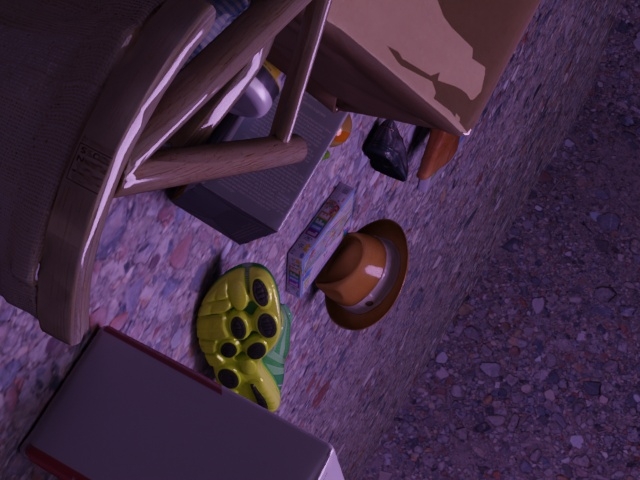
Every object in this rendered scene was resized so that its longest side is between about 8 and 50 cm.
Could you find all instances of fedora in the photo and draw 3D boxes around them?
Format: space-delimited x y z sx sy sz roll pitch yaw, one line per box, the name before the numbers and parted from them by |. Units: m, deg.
fedora | 0.053 0.045 1.816 0.079 0.194 0.194 23 95 -35

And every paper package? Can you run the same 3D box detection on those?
paper package | 0.045 -0.290 0.880 0.309 0.168 0.325 34 81 -37

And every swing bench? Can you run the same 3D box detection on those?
swing bench | -0.150 -0.114 0.600 0.254 0.253 0.165 -42 154 -55

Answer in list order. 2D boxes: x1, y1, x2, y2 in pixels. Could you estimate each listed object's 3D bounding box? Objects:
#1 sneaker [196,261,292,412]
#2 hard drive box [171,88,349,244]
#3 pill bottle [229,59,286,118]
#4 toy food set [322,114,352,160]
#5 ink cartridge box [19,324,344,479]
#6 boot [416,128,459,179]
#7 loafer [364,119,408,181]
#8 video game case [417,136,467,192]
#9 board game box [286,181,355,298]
sneaker | -0.096 0.113 1.501 0.295 0.109 0.123 92 5 -53
hard drive box | -0.040 -0.120 1.142 0.232 0.089 0.181 -60 -168 -12
pill bottle | -0.049 -0.223 1.013 0.208 0.119 0.119 -61 165 -12
toy food set | 0.008 -0.143 1.394 0.192 0.038 0.132 -53 165 20
ink cartridge box | -0.124 0.272 1.290 0.160 0.279 0.385 -60 165 -17
boot | 0.201 -0.225 1.935 0.264 0.096 0.280 -52 166 -53
loafer | 0.115 -0.138 1.817 0.170 0.062 0.061 54 59 -75
video game case | 0.255 -0.220 2.211 0.193 0.023 0.212 -50 160 -41
board game box | 0.000 0.000 1.725 0.154 0.026 0.103 -54 162 -32
